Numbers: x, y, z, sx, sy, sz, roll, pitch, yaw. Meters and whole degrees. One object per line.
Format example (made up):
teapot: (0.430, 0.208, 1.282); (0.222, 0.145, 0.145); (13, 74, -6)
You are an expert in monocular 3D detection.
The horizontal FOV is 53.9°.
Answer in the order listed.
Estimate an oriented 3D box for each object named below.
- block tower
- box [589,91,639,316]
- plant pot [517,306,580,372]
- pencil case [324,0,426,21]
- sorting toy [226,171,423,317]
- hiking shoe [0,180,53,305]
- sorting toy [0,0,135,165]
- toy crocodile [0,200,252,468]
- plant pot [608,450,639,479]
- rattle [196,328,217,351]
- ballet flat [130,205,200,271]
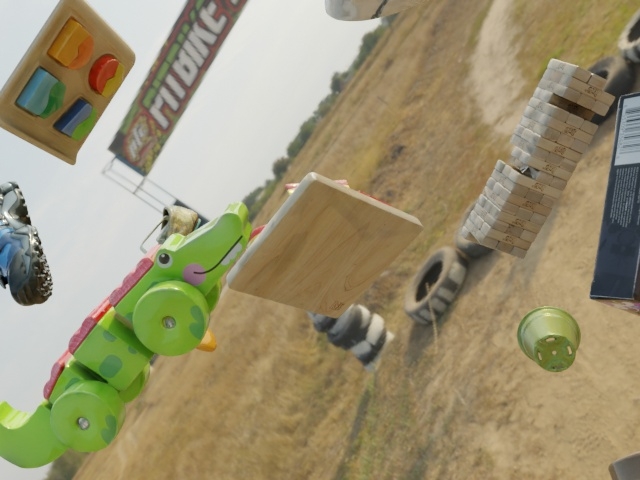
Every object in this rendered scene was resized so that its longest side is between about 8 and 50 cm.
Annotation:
block tower: (0.365, -0.128, 1.071); (0.097, 0.091, 0.335); (-107, 39, -65)
box: (0.225, -0.004, 0.372); (0.029, 0.162, 0.116); (-1, 75, 55)
plant pot: (0.305, 0.137, 0.831); (0.083, 0.083, 0.079); (-54, -7, 15)
pencil case: (0.028, -0.441, 0.693); (0.160, 0.410, 0.183); (-32, 40, -11)
sorting toy: (0.000, 0.000, 1.115); (0.257, 0.255, 0.089); (-49, 41, 26)
hiking shoe: (-0.515, 0.018, 0.999); (0.132, 0.304, 0.113); (-19, -51, -25)
sorting toy: (-0.346, -0.221, 0.886); (0.208, 0.038, 0.193); (-63, -13, -5)
toy crocodile: (-0.187, 0.091, 0.608); (0.340, 0.105, 0.115); (-48, 10, 14)
plant pot: (0.758, 0.559, 1.290); (0.263, 0.263, 0.229); (-49, 37, 48)
rattle: (-0.313, 0.213, 1.304); (0.200, 0.142, 0.130); (-41, 0, 14)
ballet flat: (-0.410, 0.062, 1.577); (0.123, 0.123, 0.348); (135, 155, -60)
